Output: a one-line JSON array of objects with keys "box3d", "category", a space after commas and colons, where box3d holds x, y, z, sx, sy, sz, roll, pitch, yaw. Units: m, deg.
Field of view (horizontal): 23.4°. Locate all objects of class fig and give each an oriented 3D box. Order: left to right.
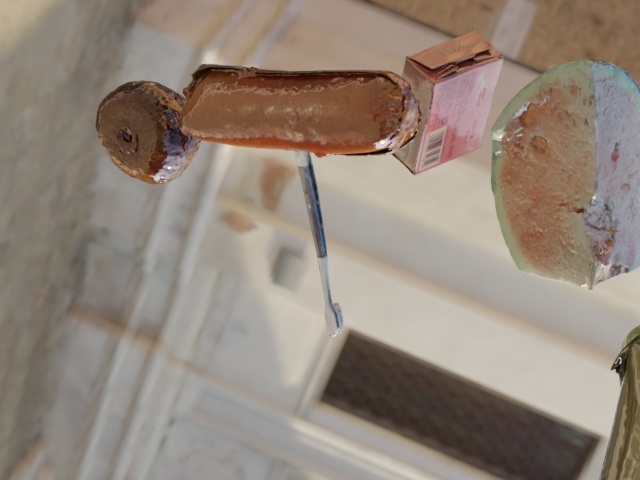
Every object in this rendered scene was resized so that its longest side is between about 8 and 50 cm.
[{"box3d": [-0.204, -0.150, 2.104, 0.134, 0.146, 0.201, -39, 164, 26], "category": "fig"}]

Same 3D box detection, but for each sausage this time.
[{"box3d": [-0.027, -0.145, 1.743, 0.102, 0.330, 0.102, -11, 105, -50], "category": "sausage"}]

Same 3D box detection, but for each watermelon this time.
[{"box3d": [0.340, -0.102, 2.017, 0.180, 0.224, 0.305, -103, -172, -70], "category": "watermelon"}]

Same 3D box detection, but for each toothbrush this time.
[{"box3d": [0.000, 0.000, 2.062, 0.026, 0.024, 0.288, -47, 133, -51], "category": "toothbrush"}]

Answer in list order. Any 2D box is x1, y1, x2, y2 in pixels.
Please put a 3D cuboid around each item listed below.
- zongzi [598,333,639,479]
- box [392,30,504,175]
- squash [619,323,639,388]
[{"box3d": [0.332, 0.171, 1.108, 0.123, 0.289, 0.260, -126, -142, -56], "category": "zongzi"}, {"box3d": [0.144, -0.158, 1.784, 0.111, 0.060, 0.156, -22, 143, -30], "category": "box"}, {"box3d": [0.434, 0.175, 1.963, 0.395, 0.107, 0.107, -66, 178, -77], "category": "squash"}]
